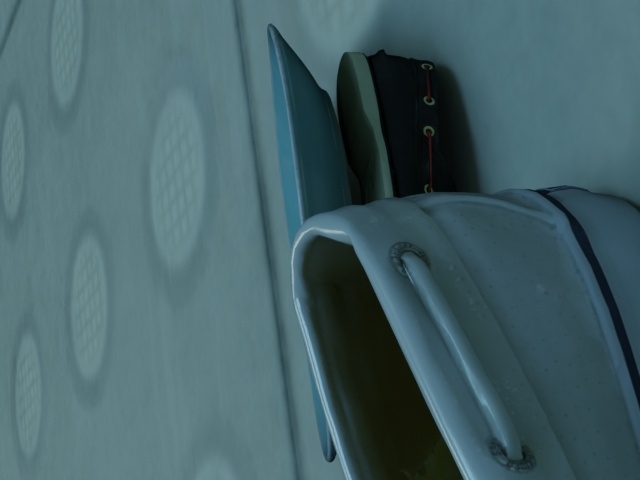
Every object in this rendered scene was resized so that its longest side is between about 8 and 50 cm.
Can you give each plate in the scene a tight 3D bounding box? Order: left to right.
[{"bbox_3d":[0.000,0.000,0.606,0.188,0.024,0.188,173,90,-87],"label":"plate"}]

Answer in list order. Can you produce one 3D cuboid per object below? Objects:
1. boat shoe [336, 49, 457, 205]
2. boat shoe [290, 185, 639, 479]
[{"bbox_3d":[0.035,-0.016,0.554,0.049,0.042,0.133,113,153,-59],"label":"boat shoe"},{"bbox_3d":[0.049,0.143,0.373,0.136,0.156,0.367,127,139,-54],"label":"boat shoe"}]
